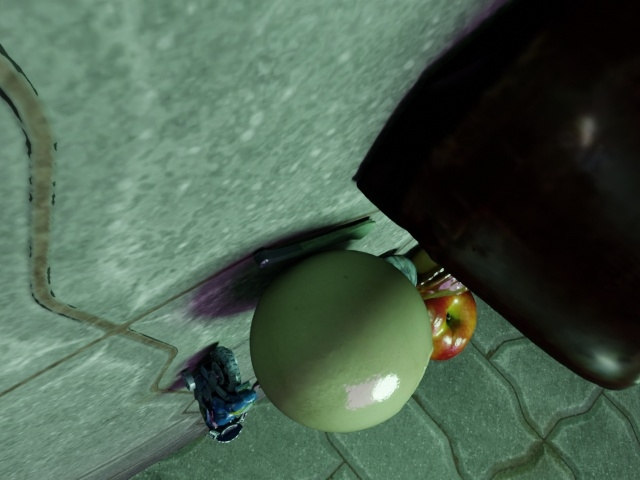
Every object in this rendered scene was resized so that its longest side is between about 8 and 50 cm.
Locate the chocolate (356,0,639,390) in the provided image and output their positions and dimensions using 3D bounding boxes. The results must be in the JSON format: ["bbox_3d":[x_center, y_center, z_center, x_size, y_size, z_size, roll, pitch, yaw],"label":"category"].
[{"bbox_3d":[0.286,-0.026,0.447,0.384,0.331,0.383,-31,166,-8],"label":"chocolate"}]

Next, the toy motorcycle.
[{"bbox_3d":[-0.169,0.270,0.794,0.092,0.135,0.254,-21,160,-34],"label":"toy motorcycle"}]

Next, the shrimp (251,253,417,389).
[{"bbox_3d":[0.047,0.171,0.839,0.372,0.172,0.137,-46,132,-6],"label":"shrimp"}]

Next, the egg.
[{"bbox_3d":[0.027,0.119,0.574,0.219,0.219,0.269,-40,163,23],"label":"egg"}]

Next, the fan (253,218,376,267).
[{"bbox_3d":[0.000,0.000,0.541,0.193,0.016,0.038,-16,155,-46],"label":"fan"}]

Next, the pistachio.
[{"bbox_3d":[0.253,0.067,1.005,0.210,0.130,0.165,-25,173,18],"label":"pistachio"}]

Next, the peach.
[{"bbox_3d":[0.273,0.178,1.153,0.199,0.243,0.243,-18,160,-16],"label":"peach"}]
